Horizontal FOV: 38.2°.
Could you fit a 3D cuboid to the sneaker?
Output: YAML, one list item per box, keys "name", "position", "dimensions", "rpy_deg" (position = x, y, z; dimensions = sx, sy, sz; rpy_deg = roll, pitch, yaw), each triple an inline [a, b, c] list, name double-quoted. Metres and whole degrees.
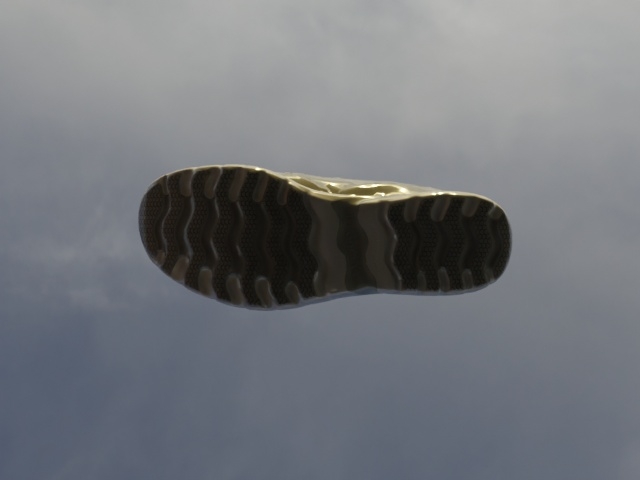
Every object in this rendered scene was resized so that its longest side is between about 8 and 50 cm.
- name: "sneaker"
  position: [0.000, 0.000, 0.722]
  dimensions: [0.281, 0.115, 0.105]
  rpy_deg: [6, -85, 1]
